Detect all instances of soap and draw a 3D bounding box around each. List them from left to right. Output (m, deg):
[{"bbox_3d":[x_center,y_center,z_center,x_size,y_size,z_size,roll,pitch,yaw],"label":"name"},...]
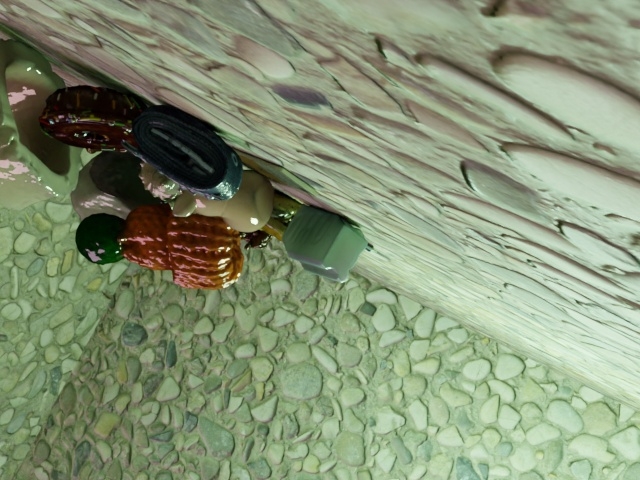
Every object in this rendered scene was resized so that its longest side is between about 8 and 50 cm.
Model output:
[{"bbox_3d":[0.000,0.000,1.830,0.091,0.145,0.230,41,166,-32],"label":"soap"}]

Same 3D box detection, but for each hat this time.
[{"bbox_3d":[-0.395,0.012,2.002,0.400,0.285,0.285,-9,174,3],"label":"hat"}]

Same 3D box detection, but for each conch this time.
[{"bbox_3d":[-0.318,-0.157,1.822,0.163,0.178,0.245,-2,-155,4],"label":"conch"}]

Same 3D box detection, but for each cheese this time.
[{"bbox_3d":[-0.643,-0.234,1.644,0.153,0.332,0.292,-18,170,15],"label":"cheese"}]

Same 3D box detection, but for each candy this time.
[{"bbox_3d":[-0.514,-0.132,2.296,0.386,0.186,0.427,16,-145,-8],"label":"candy"}]

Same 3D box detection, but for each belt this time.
[{"bbox_3d":[-0.239,-0.159,1.465,0.218,0.122,0.128,34,180,17],"label":"belt"}]

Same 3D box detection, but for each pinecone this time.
[{"bbox_3d":[-0.201,-0.062,2.306,0.195,0.150,0.179,26,-155,7],"label":"pinecone"}]

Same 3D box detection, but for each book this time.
[{"bbox_3d":[-0.094,-0.136,1.560,0.172,0.012,0.118,25,175,43],"label":"book"}]

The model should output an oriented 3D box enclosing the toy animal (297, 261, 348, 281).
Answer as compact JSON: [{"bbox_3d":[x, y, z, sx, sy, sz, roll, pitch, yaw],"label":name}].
[{"bbox_3d":[0.019,0.043,2.400,0.178,0.127,0.193,26,175,1],"label":"toy animal"}]

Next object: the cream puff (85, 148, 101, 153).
[{"bbox_3d":[-0.625,-0.320,2.245,0.116,0.146,0.146,-19,-150,-36],"label":"cream puff"}]

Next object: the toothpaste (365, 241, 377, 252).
[{"bbox_3d":[0.091,-0.003,2.028,0.140,0.021,0.037,31,177,-21],"label":"toothpaste"}]

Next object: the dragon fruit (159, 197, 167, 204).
[{"bbox_3d":[-0.369,-0.163,2.154,0.172,0.166,0.160,-124,18,-54],"label":"dragon fruit"}]

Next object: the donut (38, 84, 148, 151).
[{"bbox_3d":[-0.449,-0.247,1.595,0.235,0.089,0.235,4,172,1],"label":"donut"}]

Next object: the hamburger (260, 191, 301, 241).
[{"bbox_3d":[-0.110,-0.068,1.995,0.177,0.113,0.185,35,167,-17],"label":"hamburger"}]

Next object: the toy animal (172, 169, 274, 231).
[{"bbox_3d":[-0.200,-0.101,1.711,0.154,0.166,0.250,13,175,39],"label":"toy animal"}]
